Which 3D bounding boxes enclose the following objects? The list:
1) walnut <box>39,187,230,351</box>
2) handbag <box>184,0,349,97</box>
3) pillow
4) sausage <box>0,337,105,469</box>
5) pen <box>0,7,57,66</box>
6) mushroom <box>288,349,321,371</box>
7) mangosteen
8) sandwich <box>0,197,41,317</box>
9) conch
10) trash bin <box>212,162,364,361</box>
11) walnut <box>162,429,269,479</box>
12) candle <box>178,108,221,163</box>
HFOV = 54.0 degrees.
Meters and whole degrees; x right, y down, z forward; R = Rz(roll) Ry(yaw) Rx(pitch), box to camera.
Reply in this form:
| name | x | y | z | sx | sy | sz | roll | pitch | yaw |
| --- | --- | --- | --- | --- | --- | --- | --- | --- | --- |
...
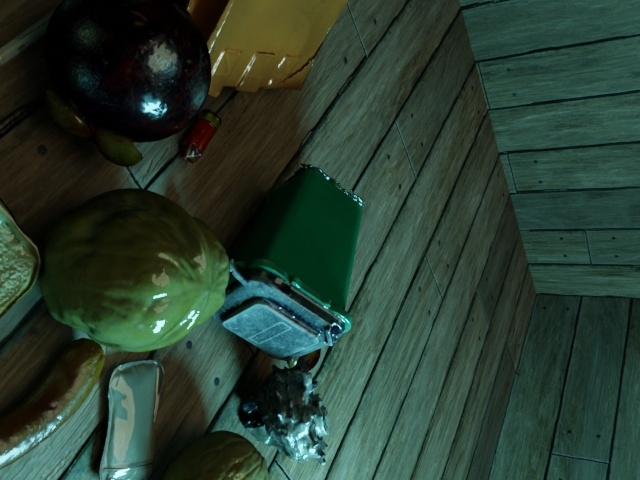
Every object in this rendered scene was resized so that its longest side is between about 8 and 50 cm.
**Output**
| name | x | y | z | sx | sy | sz | roll | pitch | yaw |
| --- | --- | --- | --- | --- | --- | --- | --- | --- | --- |
| walnut | -0.305 | 0.052 | 1.040 | 0.282 | 0.276 | 0.253 | 64 | 43 | -65 |
| handbag | -0.123 | -0.457 | 1.335 | 0.410 | 0.116 | 0.303 | -21 | 151 | -56 |
| pillow | -0.352 | 0.342 | 1.174 | 0.130 | 0.038 | 0.233 | 10 | 81 | -53 |
| sausage | -0.455 | 0.269 | 0.984 | 0.302 | 0.076 | 0.103 | -42 | 125 | -48 |
| pen | -0.471 | -0.328 | 1.013 | 0.218 | 0.026 | 0.026 | -59 | 136 | -37 |
| mushroom | -0.042 | 0.291 | 1.633 | 0.123 | 0.052 | 0.123 | 9 | 79 | -54 |
| mangosteen | -0.321 | -0.278 | 1.034 | 0.288 | 0.288 | 0.288 | 1 | 89 | -57 |
| sandwich | -0.530 | 0.037 | 0.860 | 0.226 | 0.087 | 0.251 | 55 | 46 | -26 |
| conch | -0.056 | 0.403 | 1.418 | 0.186 | 0.313 | 0.241 | -17 | 63 | -31 |
| trash bin | -0.074 | 0.038 | 1.398 | 0.295 | 0.259 | 0.381 | 35 | 49 | -21 |
| walnut | -0.212 | 0.489 | 1.239 | 0.228 | 0.228 | 0.228 | 1 | 89 | -57 |
| candle | -0.255 | -0.214 | 1.315 | 0.052 | 0.052 | 0.131 | 53 | 49 | -42 |
